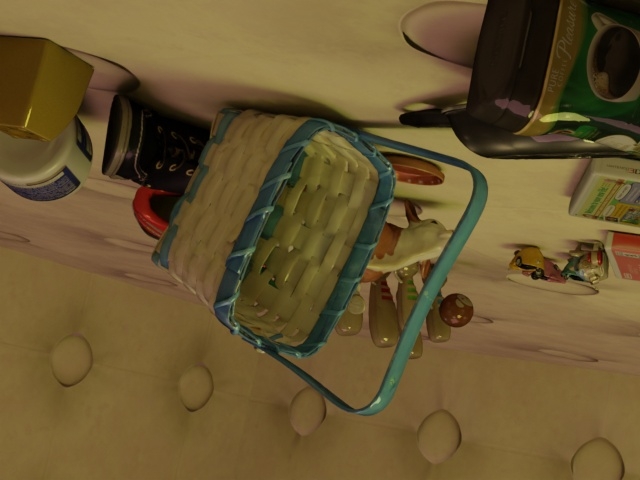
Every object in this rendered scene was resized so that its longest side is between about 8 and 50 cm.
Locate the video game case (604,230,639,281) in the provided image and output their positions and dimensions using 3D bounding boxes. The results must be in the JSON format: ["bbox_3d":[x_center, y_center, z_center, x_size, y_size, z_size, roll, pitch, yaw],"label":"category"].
[{"bbox_3d":[0.498,0.040,1.496,0.285,0.025,0.204,8,171,19],"label":"video game case"}]

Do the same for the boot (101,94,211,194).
[{"bbox_3d":[-0.139,-0.093,1.309,0.178,0.085,0.236,10,176,-7],"label":"boot"}]

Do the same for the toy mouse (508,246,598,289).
[{"bbox_3d":[0.326,0.038,1.691,0.143,0.031,0.161,15,171,-16],"label":"toy mouse"}]

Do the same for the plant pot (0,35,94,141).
[{"bbox_3d":[-0.279,-0.141,1.168,0.081,0.083,0.081,8,170,24],"label":"plant pot"}]

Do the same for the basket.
[{"bbox_3d":[0.000,0.000,1.196,0.289,0.255,0.201,29,-179,39],"label":"basket"}]

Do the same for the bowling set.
[{"bbox_3d":[0.156,0.084,1.976,0.200,0.154,0.287,-14,159,26],"label":"bowling set"}]

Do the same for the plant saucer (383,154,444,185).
[{"bbox_3d":[0.093,-0.076,1.321,0.083,0.013,0.083,12,171,2],"label":"plant saucer"}]

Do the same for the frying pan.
[{"bbox_3d":[0.139,-0.087,0.948,0.326,0.053,0.197,0,-178,41],"label":"frying pan"}]

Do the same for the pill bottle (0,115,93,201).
[{"bbox_3d":[-0.314,-0.103,1.369,0.112,0.112,0.186,12,171,0],"label":"pill bottle"}]

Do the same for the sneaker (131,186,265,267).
[{"bbox_3d":[-0.133,-0.022,1.708,0.279,0.107,0.118,8,162,10],"label":"sneaker"}]

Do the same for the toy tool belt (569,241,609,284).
[{"bbox_3d":[0.337,0.029,1.560,0.051,0.052,0.083,-1,167,21],"label":"toy tool belt"}]

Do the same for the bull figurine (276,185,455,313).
[{"bbox_3d":[0.008,-0.004,1.472,0.310,0.101,0.188,16,-159,9],"label":"bull figurine"}]

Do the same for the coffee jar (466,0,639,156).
[{"bbox_3d":[0.187,-0.100,0.765,0.184,0.096,0.079,13,175,-6],"label":"coffee jar"}]

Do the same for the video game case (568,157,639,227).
[{"bbox_3d":[0.351,-0.037,1.204,0.193,0.023,0.212,10,172,7],"label":"video game case"}]
